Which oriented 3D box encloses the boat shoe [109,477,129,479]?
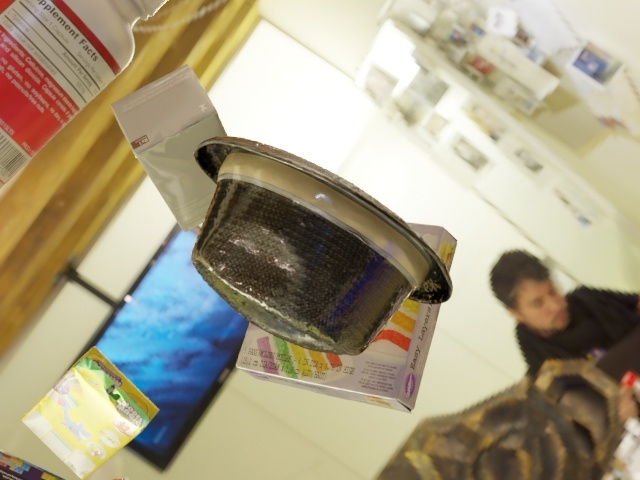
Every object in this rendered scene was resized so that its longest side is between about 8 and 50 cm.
[{"bbox_3d":[-0.301,0.411,1.774,0.137,0.043,0.049,-107,14,-48],"label":"boat shoe"}]

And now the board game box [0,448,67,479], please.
[{"bbox_3d":[-0.398,0.342,1.488,0.048,0.170,0.141,15,71,45],"label":"board game box"}]

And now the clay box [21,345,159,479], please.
[{"bbox_3d":[-0.314,0.235,1.640,0.222,0.127,0.053,-41,6,42],"label":"clay box"}]

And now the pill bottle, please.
[{"bbox_3d":[-0.409,-0.262,1.639,0.407,0.229,0.229,-46,-2,-7],"label":"pill bottle"}]

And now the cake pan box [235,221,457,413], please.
[{"bbox_3d":[0.032,0.086,1.614,0.070,0.267,0.245,42,-117,-54],"label":"cake pan box"}]

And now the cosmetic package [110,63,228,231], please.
[{"bbox_3d":[-0.187,-0.123,1.657,0.127,0.107,0.238,-28,-30,-5],"label":"cosmetic package"}]

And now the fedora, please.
[{"bbox_3d":[-0.023,0.027,1.337,0.152,0.334,0.334,-61,1,-14],"label":"fedora"}]
